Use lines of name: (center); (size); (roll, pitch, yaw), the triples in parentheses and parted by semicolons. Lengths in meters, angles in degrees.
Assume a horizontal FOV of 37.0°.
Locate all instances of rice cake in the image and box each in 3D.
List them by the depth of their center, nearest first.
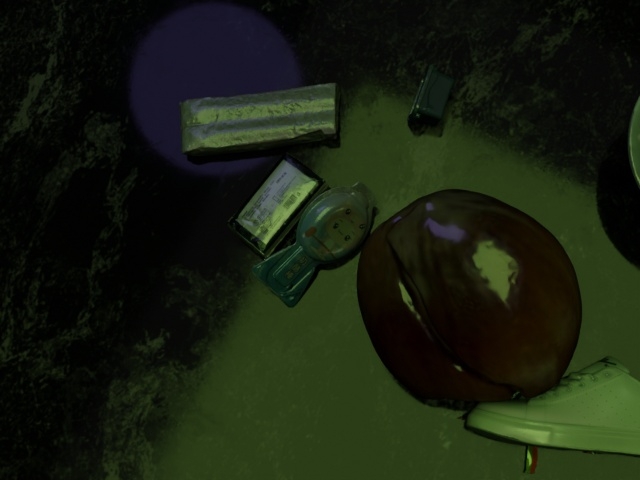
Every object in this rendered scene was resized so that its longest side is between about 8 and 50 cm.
rice cake: (-0.110, -0.217, 1.734); (0.298, 0.050, 0.106); (-6, 78, 5)

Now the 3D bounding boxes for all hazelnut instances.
hazelnut: (0.229, 0.087, 1.485); (0.373, 0.372, 0.315); (19, 42, 10)

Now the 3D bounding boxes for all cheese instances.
cheese: (0.000, 0.000, 1.648); (0.244, 0.135, 0.052); (-45, 34, -1)

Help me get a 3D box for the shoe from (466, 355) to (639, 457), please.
shoe: (0.418, 0.255, 1.522); (0.363, 0.132, 0.160); (7, 77, -1)

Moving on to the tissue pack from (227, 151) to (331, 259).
tissue pack: (-0.070, -0.054, 1.673); (0.103, 0.090, 0.170); (38, 83, 19)

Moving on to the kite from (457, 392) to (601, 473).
kite: (0.350, 0.293, 1.585); (0.241, 0.014, 0.183); (10, 76, 3)

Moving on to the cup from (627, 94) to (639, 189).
cup: (0.667, -0.134, 1.565); (0.347, 0.163, 0.347); (-2, 78, 7)

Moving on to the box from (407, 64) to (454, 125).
box: (0.197, -0.252, 1.697); (0.054, 0.074, 0.099); (21, 81, -3)
